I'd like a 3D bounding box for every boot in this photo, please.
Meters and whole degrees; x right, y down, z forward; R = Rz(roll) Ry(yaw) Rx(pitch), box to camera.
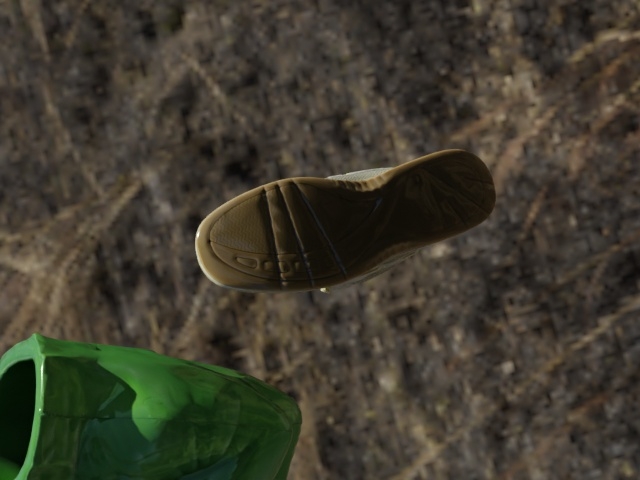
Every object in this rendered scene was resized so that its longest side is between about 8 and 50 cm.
[{"bbox_3d":[0.000,0.000,1.074,0.165,0.213,0.077,149,105,-69],"label":"boot"}]

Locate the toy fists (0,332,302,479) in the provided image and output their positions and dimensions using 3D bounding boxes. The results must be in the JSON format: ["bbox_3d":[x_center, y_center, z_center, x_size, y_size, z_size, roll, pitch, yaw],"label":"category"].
[{"bbox_3d":[-0.106,0.125,0.753,0.279,0.142,0.096,139,134,-55],"label":"toy fists"}]
